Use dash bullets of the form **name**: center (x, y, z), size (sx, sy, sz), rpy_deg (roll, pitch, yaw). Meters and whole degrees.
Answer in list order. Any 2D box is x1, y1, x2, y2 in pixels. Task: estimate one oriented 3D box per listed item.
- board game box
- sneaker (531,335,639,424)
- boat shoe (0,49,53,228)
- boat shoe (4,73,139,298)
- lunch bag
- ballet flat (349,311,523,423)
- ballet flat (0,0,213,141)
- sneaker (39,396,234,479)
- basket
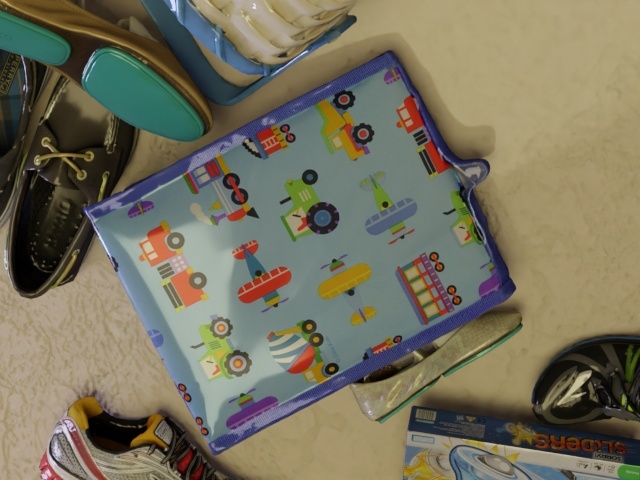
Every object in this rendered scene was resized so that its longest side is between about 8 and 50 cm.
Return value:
- **board game box**: center (0.171, 0.217, 1.266), size (0.201, 0.035, 0.136), rpy_deg (7, 127, 8)
- **sneaker**: center (0.261, 0.118, 1.197), size (0.188, 0.078, 0.067), rpy_deg (-11, 111, 21)
- **boat shoe**: center (-0.279, -0.083, 1.217), size (0.080, 0.076, 0.228), rpy_deg (29, 115, -2)
- **boat shoe**: center (-0.208, -0.055, 1.220), size (0.081, 0.068, 0.227), rpy_deg (20, 115, 2)
- **lunch bag**: center (0.000, 0.000, 1.173), size (0.293, 0.138, 0.221), rpy_deg (-26, 95, 11)
- **ballet flat**: center (0.092, 0.096, 1.236), size (0.168, 0.057, 0.052), rpy_deg (-37, 90, 21)
- **ballet flat**: center (-0.178, -0.158, 1.134), size (0.232, 0.073, 0.080), rpy_deg (27, 144, -20)
- **sneaker**: center (-0.140, 0.212, 1.310), size (0.225, 0.088, 0.092), rpy_deg (20, 114, 2)
- **basket**: center (-0.063, -0.236, 1.060), size (0.289, 0.201, 0.254), rpy_deg (-18, 113, 47)
